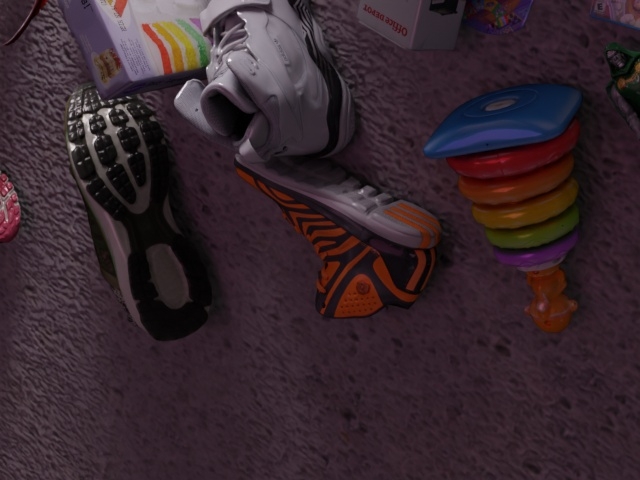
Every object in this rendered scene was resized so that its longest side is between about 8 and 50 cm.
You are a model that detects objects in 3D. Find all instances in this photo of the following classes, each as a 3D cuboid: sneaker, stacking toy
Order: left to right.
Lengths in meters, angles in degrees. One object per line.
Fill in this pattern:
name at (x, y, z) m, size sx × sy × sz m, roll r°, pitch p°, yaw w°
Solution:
sneaker at (-0.614, -0.083, 2.279) m, size 0.299 × 0.121 × 0.112 m, roll 33°, pitch 150°, yaw 24°
sneaker at (-0.310, -0.036, 2.048) m, size 0.182 × 0.158 × 0.410 m, roll -21°, pitch 86°, yaw 56°
sneaker at (-0.105, -0.263, 1.772) m, size 0.137 × 0.210 × 0.366 m, roll -30°, pitch 85°, yaw 38°
sneaker at (0.000, 0.000, 1.827) m, size 0.321 × 0.124 × 0.180 m, roll 30°, pitch 118°, yaw 26°
stacking toy at (0.254, -0.026, 1.633) m, size 0.175 × 0.166 × 0.302 m, roll -9°, pitch 110°, yaw 26°

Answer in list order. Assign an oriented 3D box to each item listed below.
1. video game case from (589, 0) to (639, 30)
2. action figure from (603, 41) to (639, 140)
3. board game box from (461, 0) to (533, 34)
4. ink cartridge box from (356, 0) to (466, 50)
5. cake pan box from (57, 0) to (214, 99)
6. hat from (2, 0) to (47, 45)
video game case at (0.376, -0.319, 1.525) m, size 0.119 × 0.015 × 0.166 m, roll 23°, pitch 116°, yaw 30°
action figure at (0.399, -0.133, 1.531) m, size 0.137 × 0.063 × 0.232 m, roll -44°, pitch 80°, yaw 24°
board game box at (0.202, -0.333, 1.638) m, size 0.133 × 0.033 × 0.169 m, roll 32°, pitch 120°, yaw 25°
ink cartridge box at (0.120, -0.332, 1.651) m, size 0.127 × 0.072 × 0.175 m, roll 41°, pitch 127°, yaw 47°
cake pan box at (-0.247, -0.334, 1.837) m, size 0.070 × 0.245 × 0.267 m, roll -26°, pitch 86°, yaw 35°
hat at (-0.366, -0.412, 1.939) m, size 0.173 × 0.183 × 0.208 m, roll -15°, pitch 94°, yaw 38°
